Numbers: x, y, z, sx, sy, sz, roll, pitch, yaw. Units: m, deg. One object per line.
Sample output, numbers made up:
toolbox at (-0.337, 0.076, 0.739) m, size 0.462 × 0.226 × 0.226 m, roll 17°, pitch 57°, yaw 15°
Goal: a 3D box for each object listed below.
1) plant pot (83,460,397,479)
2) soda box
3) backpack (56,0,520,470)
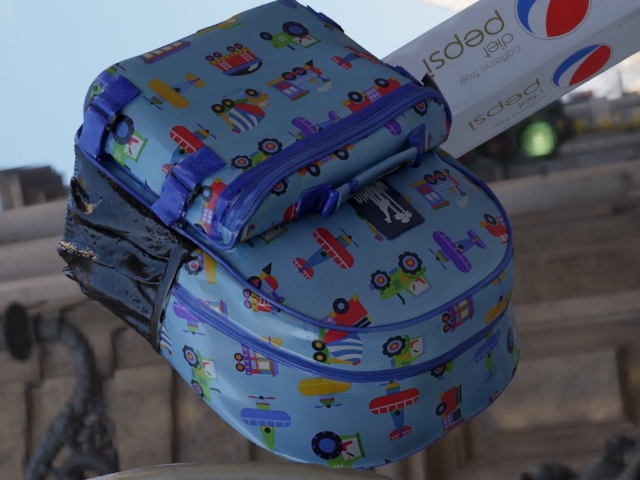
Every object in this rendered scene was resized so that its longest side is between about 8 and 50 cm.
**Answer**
plant pot at (-0.033, 0.244, 0.255) m, size 0.305 × 0.334 × 0.333 m, roll -52°, pitch -48°, yaw -81°
soda box at (0.144, -0.138, 1.006) m, size 0.074 × 0.216 × 0.069 m, roll 63°, pitch -170°, yaw 24°
backpack at (0.000, 0.000, 0.555) m, size 0.158 × 0.173 × 0.116 m, roll -25°, pitch -37°, yaw -36°
